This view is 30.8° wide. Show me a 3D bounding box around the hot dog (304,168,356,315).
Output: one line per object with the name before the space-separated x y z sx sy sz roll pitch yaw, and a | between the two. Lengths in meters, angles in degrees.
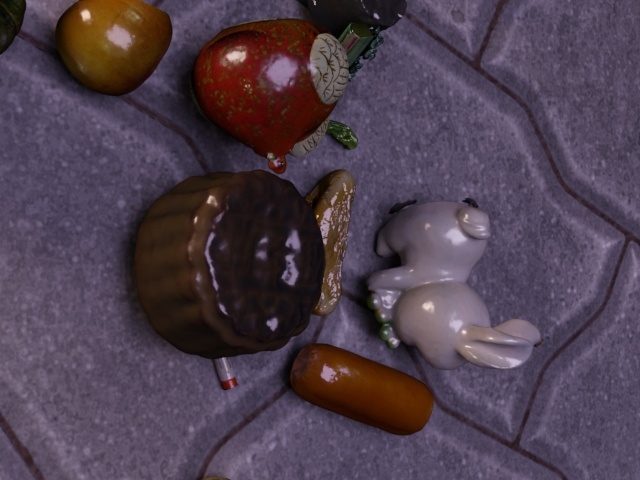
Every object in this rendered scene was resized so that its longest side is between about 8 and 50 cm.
hot dog | 0.000 0.000 1.885 0.073 0.084 0.242 12 84 -33

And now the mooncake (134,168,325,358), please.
mooncake | -0.122 0.034 1.734 0.290 0.161 0.290 7 81 -45

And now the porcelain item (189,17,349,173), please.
porcelain item | -0.073 -0.212 1.748 0.253 0.253 0.253 0 89 -32

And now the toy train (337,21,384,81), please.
toy train | 0.048 -0.301 1.886 0.071 0.148 0.038 -6 64 -34

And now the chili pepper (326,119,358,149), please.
chili pepper | 0.027 -0.180 1.936 0.091 0.030 0.034 26 101 -27

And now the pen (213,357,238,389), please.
pen | -0.174 0.119 1.806 0.028 0.028 0.239 -23 102 -31

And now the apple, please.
apple | -0.297 -0.294 1.665 0.147 0.146 0.163 40 71 -21

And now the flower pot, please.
flower pot | 0.068 -0.401 1.903 0.157 0.107 0.157 7 80 -42

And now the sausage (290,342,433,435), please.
sausage | 0.071 0.247 1.918 0.274 0.105 0.105 25 77 -30

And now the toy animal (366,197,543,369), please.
toy animal | 0.218 0.087 1.939 0.183 0.247 0.310 27 50 -57

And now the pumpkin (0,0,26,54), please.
pumpkin | -0.516 -0.335 1.510 0.260 0.189 0.260 -20 114 -58

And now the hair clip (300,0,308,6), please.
hair clip | -0.062 -0.442 1.883 0.229 0.039 0.070 50 62 -27

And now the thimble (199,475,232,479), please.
thimble | -0.147 0.458 1.750 0.137 0.143 0.190 4 87 -33
